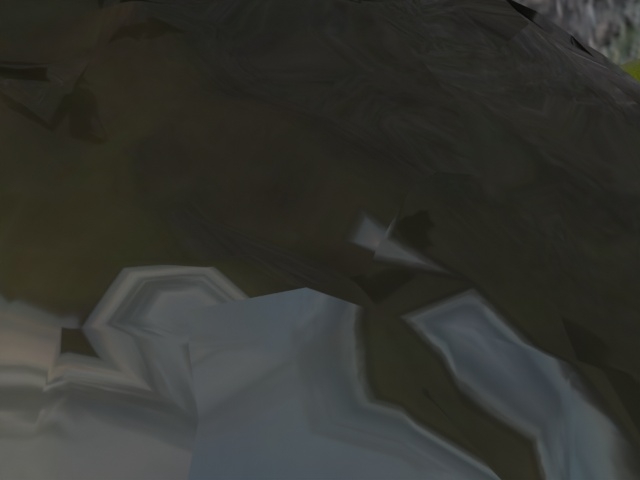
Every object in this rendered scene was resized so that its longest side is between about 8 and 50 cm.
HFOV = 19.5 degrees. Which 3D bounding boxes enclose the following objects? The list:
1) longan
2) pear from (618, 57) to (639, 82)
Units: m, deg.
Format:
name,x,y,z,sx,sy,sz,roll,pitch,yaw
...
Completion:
name,x,y,z,sx,sy,sz,roll,pitch,yaw
longan,-0.021,0.110,0.494,0.391,0.391,0.391,2,105,6
pear,0.299,-0.055,1.555,0.212,0.269,0.212,-4,98,-32
